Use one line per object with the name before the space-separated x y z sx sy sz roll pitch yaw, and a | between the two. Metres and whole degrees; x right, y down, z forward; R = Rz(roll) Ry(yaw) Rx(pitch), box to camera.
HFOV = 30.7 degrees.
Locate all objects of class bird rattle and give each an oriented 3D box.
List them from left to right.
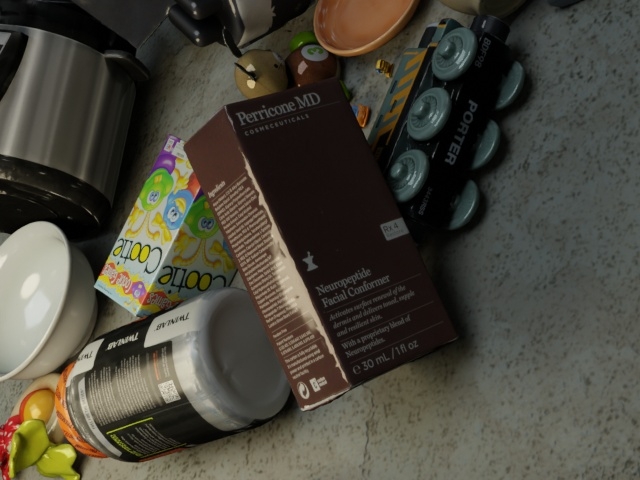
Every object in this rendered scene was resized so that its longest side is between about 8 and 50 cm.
bird rattle | -0.491 0.329 2.019 0.253 0.143 0.207 -4 57 57

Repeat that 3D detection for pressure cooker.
pressure cooker | -0.529 -0.245 2.112 0.375 0.370 0.420 146 136 -65

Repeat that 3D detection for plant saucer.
plant saucer | 0.079 -0.368 1.809 0.200 0.037 0.200 -21 52 30

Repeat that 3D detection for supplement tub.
supplement tub | -0.224 0.209 1.722 0.338 0.207 0.207 -22 57 35

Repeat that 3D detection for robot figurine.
robot figurine | -0.113 -0.419 1.875 0.278 0.173 0.209 -32 7 -22

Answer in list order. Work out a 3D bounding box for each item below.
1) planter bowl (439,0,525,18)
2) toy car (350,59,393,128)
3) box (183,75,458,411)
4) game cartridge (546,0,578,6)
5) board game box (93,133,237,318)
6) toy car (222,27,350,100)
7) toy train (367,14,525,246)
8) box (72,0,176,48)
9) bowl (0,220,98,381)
planter bowl | 0.228 -0.373 1.604 0.162 0.162 0.109 -45 58 19
toy car | 0.058 -0.226 1.774 0.060 0.040 0.122 24 89 47
box | 0.000 0.000 1.488 0.143 0.191 0.381 -36 77 54
game cartridge | 0.416 -0.451 1.529 0.297 0.062 0.198 -22 53 36
board game box | -0.216 -0.006 1.860 0.144 0.142 0.275 26 90 47
toy car | -0.073 -0.265 1.810 0.149 0.188 0.155 -43 47 21
toy train | 0.147 -0.154 1.595 0.190 0.142 0.334 14 81 56
box | -0.417 -0.667 2.043 0.297 0.472 0.480 -45 29 22
bowl | -0.490 0.126 2.063 0.298 0.134 0.298 -23 53 35
